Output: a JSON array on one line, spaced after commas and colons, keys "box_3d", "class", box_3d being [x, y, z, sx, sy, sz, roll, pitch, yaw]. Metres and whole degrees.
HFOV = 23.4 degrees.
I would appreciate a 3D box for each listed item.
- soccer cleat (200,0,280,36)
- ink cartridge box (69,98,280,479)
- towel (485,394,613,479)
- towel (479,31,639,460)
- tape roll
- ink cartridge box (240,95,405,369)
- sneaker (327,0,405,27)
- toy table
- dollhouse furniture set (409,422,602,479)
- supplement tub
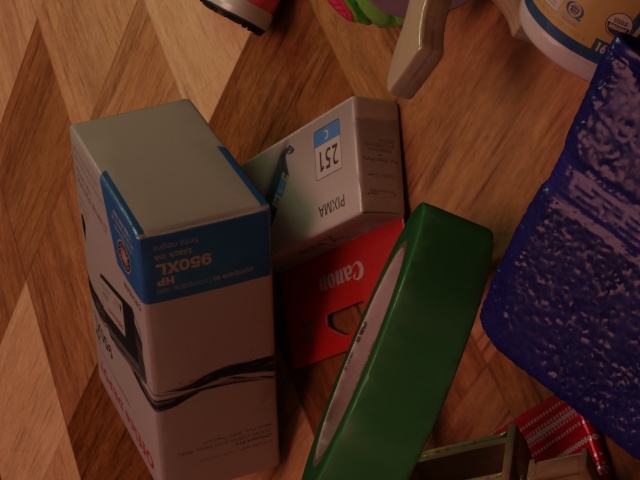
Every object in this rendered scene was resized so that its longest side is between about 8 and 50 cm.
[{"box_3d": [-0.131, -0.367, 2.048, 0.116, 0.108, 0.318, -60, 34, 7], "class": "soccer cleat"}, {"box_3d": [-0.177, 0.072, 1.908, 0.285, 0.166, 0.395, -128, 30, -50], "class": "ink cartridge box"}, {"box_3d": [0.219, 0.293, 1.453, 0.199, 0.031, 0.275, -43, 52, 50], "class": "towel"}, {"box_3d": [0.276, 0.010, 1.273, 0.227, 0.076, 0.308, 40, 123, 26], "class": "towel"}, {"box_3d": [0.072, 0.123, 1.508, 0.321, 0.077, 0.321, -158, 90, -89], "class": "tape roll"}, {"box_3d": [0.000, 0.000, 1.815, 0.296, 0.066, 0.261, -27, 64, 57], "class": "ink cartridge box"}, {"box_3d": [0.091, -0.446, 1.608, 0.185, 0.202, 0.483, 19, 125, 21], "class": "sneaker"}, {"box_3d": [0.128, -0.274, 1.457, 0.274, 0.252, 0.161, 110, 163, -48], "class": "toy table"}, {"box_3d": [0.188, 0.260, 1.442, 0.101, 0.182, 0.161, -70, -40, -58], "class": "dollhouse furniture set"}, {"box_3d": [0.266, -0.240, 1.285, 0.144, 0.144, 0.200, 62, 139, 41], "class": "supplement tub"}]
